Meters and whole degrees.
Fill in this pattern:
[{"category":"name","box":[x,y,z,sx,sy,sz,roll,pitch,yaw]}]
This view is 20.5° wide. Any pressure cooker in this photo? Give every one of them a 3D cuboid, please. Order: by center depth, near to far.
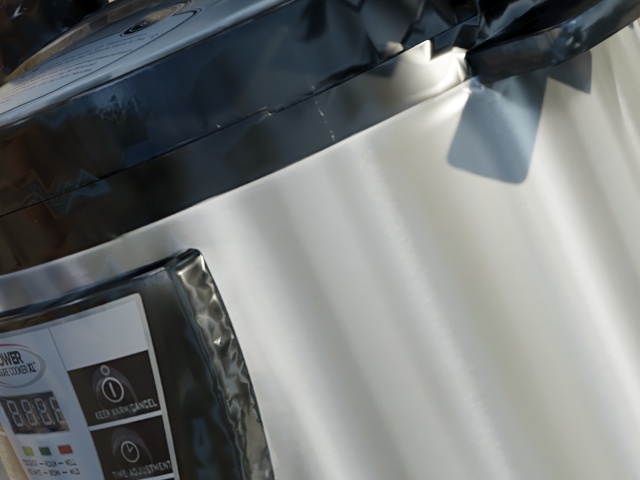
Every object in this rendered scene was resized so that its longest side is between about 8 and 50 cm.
[{"category":"pressure cooker","box":[0.003,-0.002,0.892,0.369,0.375,0.420,-23,101,5]}]
